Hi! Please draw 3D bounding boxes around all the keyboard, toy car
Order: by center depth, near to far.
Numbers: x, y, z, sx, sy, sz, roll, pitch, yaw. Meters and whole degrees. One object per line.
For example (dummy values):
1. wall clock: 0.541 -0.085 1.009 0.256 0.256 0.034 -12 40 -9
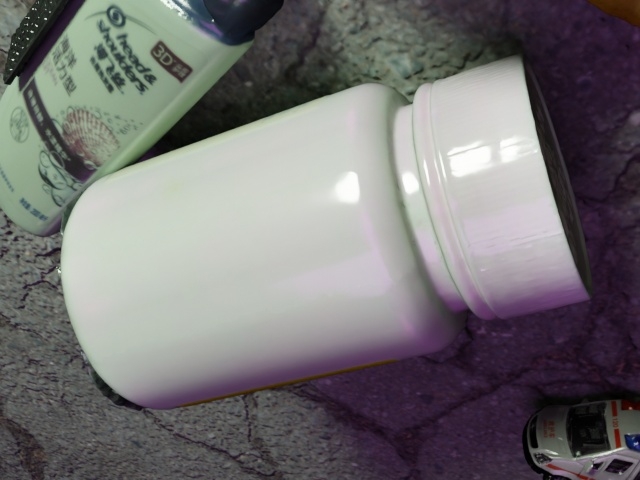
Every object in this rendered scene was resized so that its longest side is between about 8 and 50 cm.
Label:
1. keyboard: -0.206 -0.203 0.638 0.013 0.061 0.204 23 139 -33
2. toy car: 0.320 0.217 0.824 0.209 0.089 0.108 17 134 1

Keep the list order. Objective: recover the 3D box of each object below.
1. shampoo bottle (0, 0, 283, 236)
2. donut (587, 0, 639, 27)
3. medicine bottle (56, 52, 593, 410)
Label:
1. shampoo bottle: -0.179 -0.138 0.672 0.359 0.078 0.134 -35 89 39
2. donut: 0.235 -0.190 0.420 0.226 0.114 0.226 13 160 5
3. medicine bottle: 0.000 0.000 0.635 0.378 0.213 0.213 -16 125 22
